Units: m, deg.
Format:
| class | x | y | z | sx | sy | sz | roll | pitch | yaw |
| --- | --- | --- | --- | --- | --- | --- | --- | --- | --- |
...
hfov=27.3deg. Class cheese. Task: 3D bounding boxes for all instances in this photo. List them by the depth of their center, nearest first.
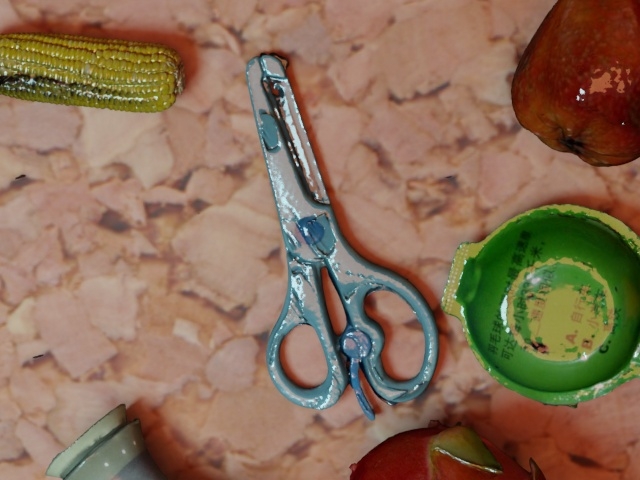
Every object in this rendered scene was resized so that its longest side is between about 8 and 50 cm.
| class | x | y | z | sx | sy | sz | roll | pitch | yaw |
| --- | --- | --- | --- | --- | --- | --- | --- | --- | --- |
| cheese | 0.282 | 0.077 | 1.308 | 0.321 | 0.083 | 0.203 | 15 | 99 | 2 |

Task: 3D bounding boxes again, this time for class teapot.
| class | x | y | z | sx | sy | sz | roll | pitch | yaw |
| --- | --- | --- | --- | --- | --- | --- | --- | --- | --- |
| teapot | -0.156 | 0.292 | 1.331 | 0.183 | 0.183 | 0.251 | -45 | 83 | 9 |

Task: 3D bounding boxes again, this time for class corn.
| class | x | y | z | sx | sy | sz | roll | pitch | yaw |
| --- | --- | --- | --- | --- | --- | --- | --- | --- | --- |
| corn | -0.233 | -0.166 | 1.292 | 0.203 | 0.072 | 0.072 | 7 | 101 | 2 |

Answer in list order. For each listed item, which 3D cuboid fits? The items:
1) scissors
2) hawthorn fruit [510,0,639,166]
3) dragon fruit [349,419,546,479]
| class | x | y | z | sx | sy | sz | roll | pitch | yaw |
| --- | --- | --- | --- | --- | --- | --- | --- | --- | --- |
| scissors | 0.000 | 0.000 | 1.331 | 0.180 | 0.032 | 0.392 | -16 | 99 | 4 |
| hawthorn fruit | 0.268 | -0.157 | 1.232 | 0.173 | 0.179 | 0.173 | 14 | 140 | 12 |
| dragon fruit | 0.132 | 0.290 | 1.284 | 0.224 | 0.227 | 0.224 | -19 | 132 | -22 |
